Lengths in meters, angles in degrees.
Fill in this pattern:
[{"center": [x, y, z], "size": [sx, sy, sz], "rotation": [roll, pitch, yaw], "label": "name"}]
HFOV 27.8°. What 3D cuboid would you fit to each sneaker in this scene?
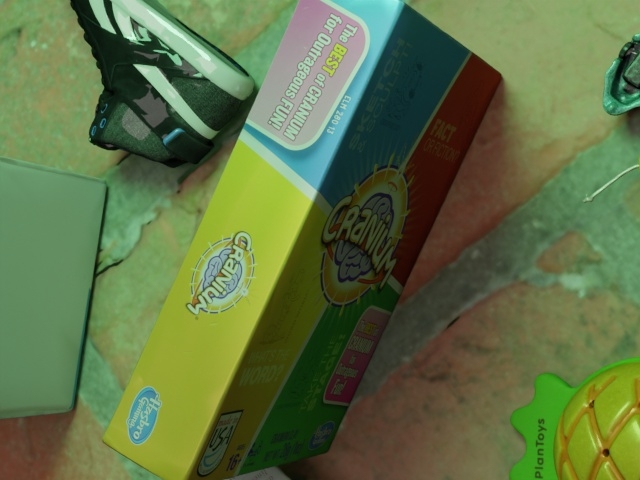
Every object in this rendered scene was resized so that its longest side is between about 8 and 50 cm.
[{"center": [-0.167, -0.141, 1.032], "size": [0.217, 0.079, 0.121], "rotation": [40, 100, 19], "label": "sneaker"}]

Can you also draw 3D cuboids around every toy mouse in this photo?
[{"center": [0.253, -0.105, 0.880], "size": [0.161, 0.031, 0.143], "rotation": [-8, 84, 22], "label": "toy mouse"}]

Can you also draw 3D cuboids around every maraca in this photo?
[{"center": [0.199, 0.140, 0.854], "size": [0.186, 0.099, 0.127], "rotation": [-7, 74, 47], "label": "maraca"}]

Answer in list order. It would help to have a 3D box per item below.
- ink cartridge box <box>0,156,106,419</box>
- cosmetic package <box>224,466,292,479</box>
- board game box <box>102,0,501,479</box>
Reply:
[{"center": [-0.348, 0.022, 1.032], "size": [0.270, 0.197, 0.198], "rotation": [7, 89, 23], "label": "ink cartridge box"}, {"center": [-0.019, 0.259, 0.915], "size": [0.231, 0.085, 0.117], "rotation": [39, 64, 21], "label": "cosmetic package"}, {"center": [0.000, 0.000, 0.865], "size": [0.064, 0.242, 0.316], "rotation": [27, 97, 21], "label": "board game box"}]
